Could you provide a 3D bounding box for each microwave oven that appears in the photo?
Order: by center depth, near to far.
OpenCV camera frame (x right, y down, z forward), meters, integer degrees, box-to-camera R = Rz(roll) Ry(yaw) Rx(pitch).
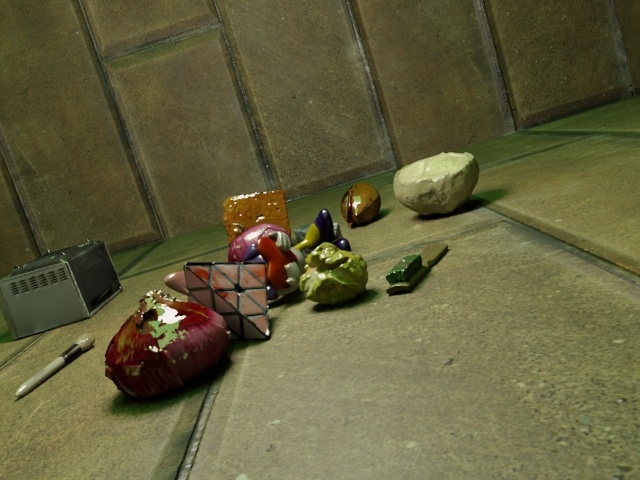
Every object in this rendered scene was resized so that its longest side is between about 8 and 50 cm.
[{"bbox_3d":[-0.845,0.140,2.145,0.287,0.218,0.355,-18,10,4],"label":"microwave oven"}]

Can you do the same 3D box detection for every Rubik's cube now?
[{"bbox_3d":[-0.224,0.130,1.311,0.178,0.191,0.211,-48,25,26],"label":"Rubik's cube"}]

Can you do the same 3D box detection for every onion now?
[{"bbox_3d":[-0.276,0.168,1.160,0.230,0.163,0.230,-10,16,3],"label":"onion"},{"bbox_3d":[-0.150,0.037,1.660,0.177,0.177,0.153,-19,32,-13],"label":"onion"}]

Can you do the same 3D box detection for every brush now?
[{"bbox_3d":[0.203,0.044,1.374,0.054,0.048,0.282,-9,11,29],"label":"brush"},{"bbox_3d":[-0.595,0.281,1.482,0.042,0.039,0.299,-18,12,17],"label":"brush"}]

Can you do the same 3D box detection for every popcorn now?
[{"bbox_3d":[0.028,0.070,1.334,0.126,0.126,0.145,6,-21,-31],"label":"popcorn"}]

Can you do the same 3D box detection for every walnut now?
[{"bbox_3d":[0.133,-0.122,2.183,0.137,0.137,0.245,-15,10,15],"label":"walnut"}]

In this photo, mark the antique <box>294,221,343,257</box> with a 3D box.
[{"bbox_3d":[0.000,0.000,1.841,0.086,0.088,0.183,-21,10,-16],"label":"antique"}]

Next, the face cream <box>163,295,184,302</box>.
[{"bbox_3d":[-0.371,0.173,1.630,0.092,0.058,0.244,-18,15,-33],"label":"face cream"}]

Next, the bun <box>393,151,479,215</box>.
[{"bbox_3d":[0.342,-0.153,1.920,0.260,0.152,0.259,-16,22,7],"label":"bun"}]

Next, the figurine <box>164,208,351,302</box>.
[{"bbox_3d":[-0.129,0.067,1.497,0.421,0.154,0.193,-19,-11,-31],"label":"figurine"}]

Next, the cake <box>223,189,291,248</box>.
[{"bbox_3d":[-0.193,-0.051,2.081,0.199,0.196,0.293,-12,1,-2],"label":"cake"}]
